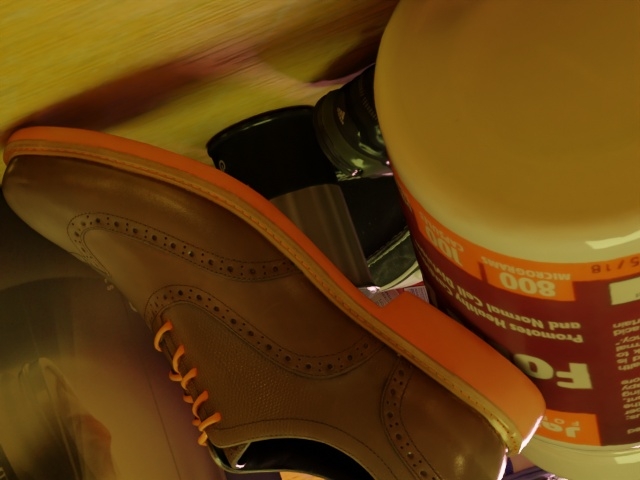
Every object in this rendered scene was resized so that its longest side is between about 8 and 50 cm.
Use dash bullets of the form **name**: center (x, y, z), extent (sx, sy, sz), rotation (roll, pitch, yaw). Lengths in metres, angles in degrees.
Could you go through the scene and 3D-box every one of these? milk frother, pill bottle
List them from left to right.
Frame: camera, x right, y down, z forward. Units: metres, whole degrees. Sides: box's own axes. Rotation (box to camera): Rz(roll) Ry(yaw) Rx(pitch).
- **milk frother**: center (0.005, -0.018, 1.406), extent (0.143, 0.135, 0.129), rotation (-16, 169, -13)
- **pill bottle**: center (0.168, -0.006, 1.224), extent (0.224, 0.224, 0.392), rotation (-19, 149, 1)

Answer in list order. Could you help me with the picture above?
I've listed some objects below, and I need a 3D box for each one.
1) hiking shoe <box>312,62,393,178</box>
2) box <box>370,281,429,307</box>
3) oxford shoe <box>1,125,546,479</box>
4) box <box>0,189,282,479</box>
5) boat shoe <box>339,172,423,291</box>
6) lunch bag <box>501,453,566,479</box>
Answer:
- **hiking shoe**: center (0.113, -0.097, 1.327), extent (0.226, 0.086, 0.114), rotation (-15, 168, -28)
- **box**: center (0.092, 0.025, 1.772), extent (0.122, 0.128, 0.257), rotation (-25, 168, 37)
- **oxford shoe**: center (-0.052, 0.055, 1.180), extent (0.133, 0.363, 0.130), rotation (-57, 169, -18)
- **box**: center (-0.203, 0.130, 1.366), extent (0.294, 0.296, 0.183), rotation (-21, 168, 6)
- **boat shoe**: center (0.000, 0.000, 1.585), extent (0.102, 0.108, 0.301), rotation (-9, 171, -40)
- **lunch bag**: center (0.128, 0.139, 1.925), extent (0.243, 0.303, 0.115), rotation (-6, 143, -44)
